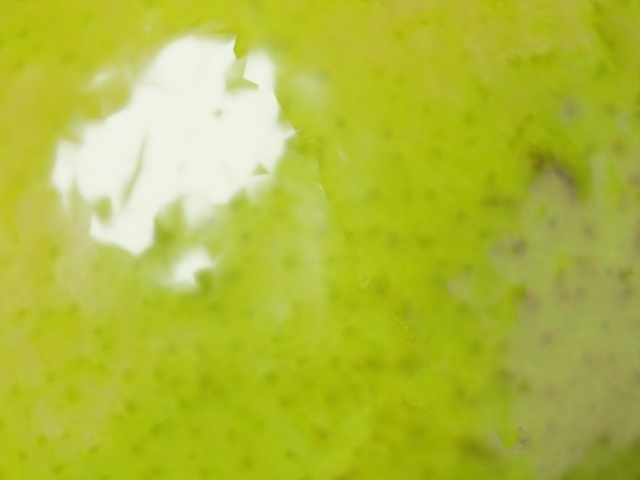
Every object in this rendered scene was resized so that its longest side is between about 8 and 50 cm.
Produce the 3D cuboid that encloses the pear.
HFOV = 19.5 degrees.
[{"bbox_3d":[0.000,0.000,0.637,0.391,0.391,0.391,3,86,-49],"label":"pear"}]
